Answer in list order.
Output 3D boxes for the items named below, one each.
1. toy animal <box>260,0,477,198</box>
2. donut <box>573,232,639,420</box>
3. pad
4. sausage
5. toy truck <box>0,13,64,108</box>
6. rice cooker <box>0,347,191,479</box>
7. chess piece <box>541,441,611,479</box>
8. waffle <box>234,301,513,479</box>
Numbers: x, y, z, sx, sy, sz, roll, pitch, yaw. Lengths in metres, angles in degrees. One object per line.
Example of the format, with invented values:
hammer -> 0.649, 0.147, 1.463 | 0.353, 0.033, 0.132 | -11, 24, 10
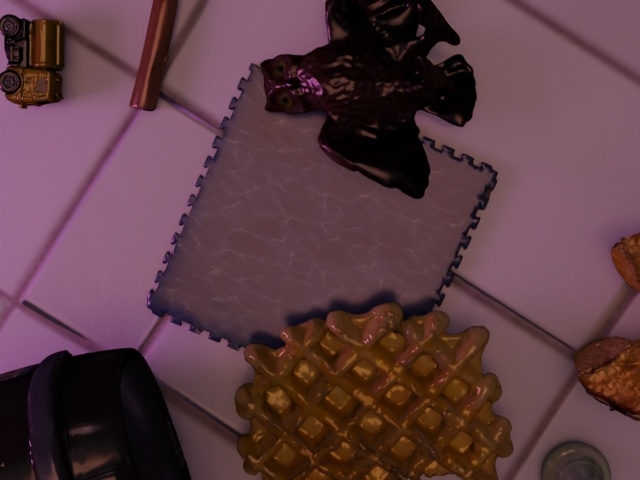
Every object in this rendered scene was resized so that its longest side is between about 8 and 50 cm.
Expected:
toy animal -> 0.042, -0.140, 0.870 | 0.179, 0.116, 0.218 | -4, 79, 22
donut -> 0.320, 0.080, 0.889 | 0.146, 0.078, 0.181 | 16, 89, -2
pad -> 0.000, 0.000, 0.916 | 0.270, 0.012, 0.269 | 22, 95, -1
sausage -> -0.156, -0.179, 0.895 | 0.026, 0.026, 0.116 | 13, 94, 0
toy truck -> -0.267, -0.164, 0.886 | 0.054, 0.049, 0.083 | 2, 94, -1
rice cooker -> -0.235, 0.226, 0.822 | 0.224, 0.267, 0.267 | -17, 95, -2
chess piece -> 0.248, 0.233, 0.887 | 0.067, 0.103, 0.067 | 0, 96, 1
waffle -> 0.051, 0.179, 0.901 | 0.261, 0.056, 0.250 | -3, 101, 5
